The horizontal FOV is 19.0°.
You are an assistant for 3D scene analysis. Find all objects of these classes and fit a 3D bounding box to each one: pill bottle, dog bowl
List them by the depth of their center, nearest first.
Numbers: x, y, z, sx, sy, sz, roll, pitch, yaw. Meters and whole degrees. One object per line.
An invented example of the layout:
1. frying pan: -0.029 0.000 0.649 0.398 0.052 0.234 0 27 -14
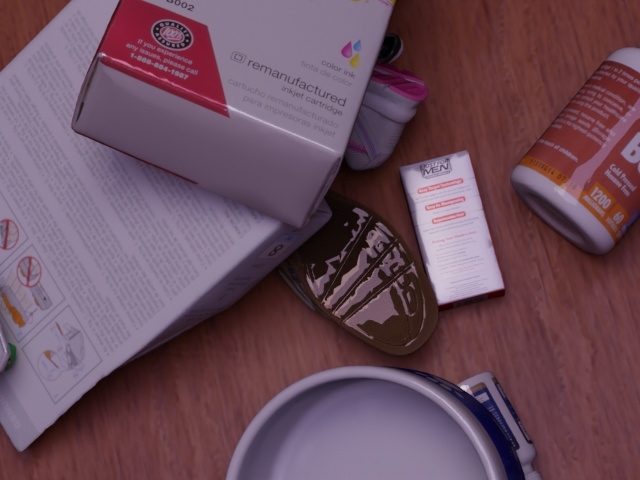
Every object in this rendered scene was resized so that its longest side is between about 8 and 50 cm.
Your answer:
1. dog bowl: 0.051 0.245 1.727 0.264 0.104 0.265 -1 87 20
2. pill bottle: 0.159 0.188 1.783 0.067 0.067 0.120 -28 78 -1
3. pill bottle: 0.288 -0.102 1.803 0.121 0.121 0.216 39 85 11

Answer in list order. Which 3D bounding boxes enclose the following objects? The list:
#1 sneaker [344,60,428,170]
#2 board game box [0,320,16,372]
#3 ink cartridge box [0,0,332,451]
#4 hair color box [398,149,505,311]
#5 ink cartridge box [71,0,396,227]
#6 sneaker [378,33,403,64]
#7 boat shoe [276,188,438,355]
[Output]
1. sneaker: -0.026 -0.141 1.847 0.252 0.103 0.111 26 109 25
2. board game box: -0.514 0.011 1.849 0.390 0.050 0.390 -22 77 12
3. ink cartridge box: -0.213 -0.031 1.812 0.385 0.091 0.308 -41 71 24
4. hair color box: 0.126 -0.009 1.838 0.072 0.043 0.141 -14 79 2
5. ink cartridge box: -0.057 -0.197 1.672 0.226 0.131 0.306 21 58 -5
6. sneaker: 0.048 -0.174 1.882 0.031 0.035 0.083 39 84 12
7. boat shoe: 0.000 0.000 1.829 0.104 0.089 0.285 -43 81 -8
